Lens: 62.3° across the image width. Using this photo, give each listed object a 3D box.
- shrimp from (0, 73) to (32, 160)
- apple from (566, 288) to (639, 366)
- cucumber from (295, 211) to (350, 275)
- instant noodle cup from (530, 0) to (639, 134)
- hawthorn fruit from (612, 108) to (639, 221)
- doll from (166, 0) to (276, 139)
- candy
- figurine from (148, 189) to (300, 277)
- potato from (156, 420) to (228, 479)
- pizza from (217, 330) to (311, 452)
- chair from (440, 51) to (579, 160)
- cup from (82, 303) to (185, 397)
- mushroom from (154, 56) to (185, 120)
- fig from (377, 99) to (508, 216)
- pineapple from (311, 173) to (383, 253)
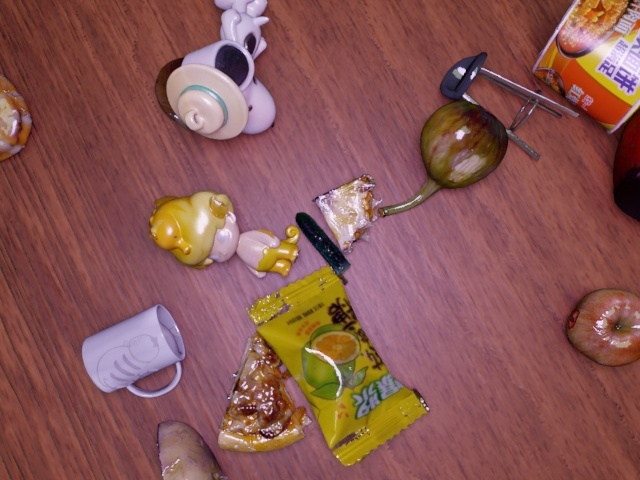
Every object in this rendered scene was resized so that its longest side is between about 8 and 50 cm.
[{"bbox_3d":[-0.625,-0.257,0.925,0.152,0.063,0.287,-42,87,7],"label":"shrimp"},{"bbox_3d":[0.471,0.140,0.859,0.126,0.102,0.125,-1,82,5],"label":"apple"},{"bbox_3d":[0.000,0.000,0.901,0.032,0.032,0.133,-37,75,-4],"label":"cucumber"},{"bbox_3d":[0.468,-0.307,0.871,0.174,0.213,0.213,35,84,13],"label":"instant noodle cup"},{"bbox_3d":[0.579,-0.137,0.846,0.216,0.215,0.249,10,75,1],"label":"hawthorn fruit"},{"bbox_3d":[-0.161,-0.298,0.868,0.144,0.208,0.271,-8,87,29],"label":"doll"},{"bbox_3d":[0.029,0.192,0.854,0.187,0.081,0.297,-26,75,-26],"label":"candy"},{"bbox_3d":[-0.160,-0.008,0.871,0.247,0.131,0.156,22,124,-13],"label":"figurine"},{"bbox_3d":[-0.196,0.363,0.835,0.089,0.100,0.171,-18,81,-7],"label":"potato"},{"bbox_3d":[-0.096,0.243,0.859,0.154,0.069,0.193,-5,84,0],"label":"pizza"},{"bbox_3d":[0.320,-0.246,0.906,0.222,0.095,0.104,30,72,4],"label":"chair"},{"bbox_3d":[-0.290,0.190,0.850,0.133,0.099,0.135,-24,83,-4],"label":"cup"},{"bbox_3d":[-0.230,-0.262,0.928,0.123,0.052,0.123,0,88,1],"label":"mushroom"},{"bbox_3d":[0.198,-0.118,0.890,0.149,0.149,0.245,41,109,4],"label":"fig"},{"bbox_3d":[0.041,-0.049,0.895,0.116,0.069,0.137,16,87,8],"label":"pineapple"}]
